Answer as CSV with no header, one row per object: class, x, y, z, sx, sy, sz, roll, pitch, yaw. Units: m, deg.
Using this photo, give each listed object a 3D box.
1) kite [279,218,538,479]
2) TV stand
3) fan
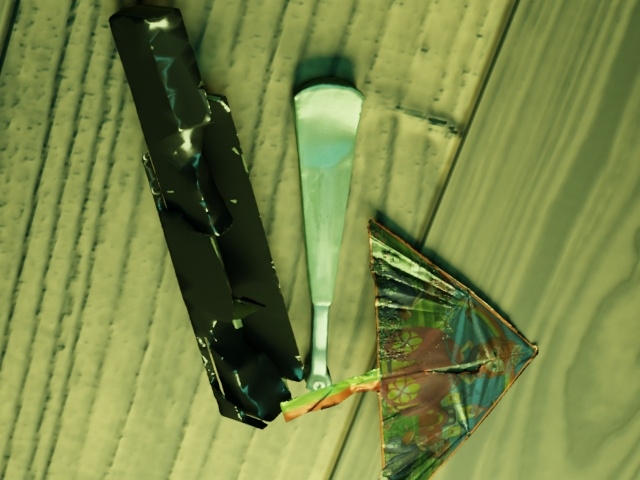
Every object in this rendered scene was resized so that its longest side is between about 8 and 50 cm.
kite,0.051,0.076,1.125,0.159,0.010,0.190,-8,108,-21
TV stand,-0.059,-0.013,1.056,0.042,0.036,0.249,-37,127,-34
fan,0.000,0.000,1.092,0.038,0.016,0.193,0,118,-4
